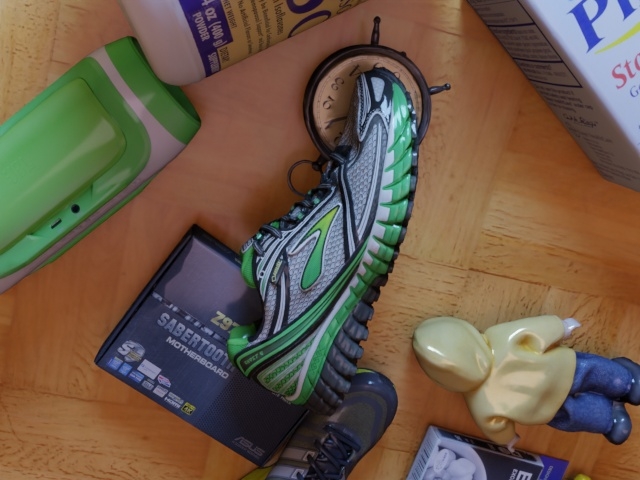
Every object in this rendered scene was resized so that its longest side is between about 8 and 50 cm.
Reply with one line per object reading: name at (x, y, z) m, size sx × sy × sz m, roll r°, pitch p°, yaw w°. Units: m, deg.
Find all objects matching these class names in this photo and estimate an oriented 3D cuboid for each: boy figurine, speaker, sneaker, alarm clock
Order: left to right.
speaker at (-0.264, -0.065, 0.684) m, size 0.296 × 0.131 × 0.131 m, roll -37°, pitch 106°, yaw 5°
sneaker at (-0.009, 0.280, 0.811) m, size 0.111 × 0.121 × 0.300 m, roll 33°, pitch 100°, yaw -14°
sneaker at (0.000, 0.000, 0.670) m, size 0.146 × 0.134 × 0.344 m, roll 19°, pitch 101°, yaw -1°
alarm clock at (0.033, -0.124, 0.732) m, size 0.129 × 0.064 × 0.192 m, roll 40°, pitch 96°, yaw -15°
boy figurine at (0.234, 0.166, 0.824) m, size 0.285 × 0.092 × 0.177 m, roll 14°, pitch 104°, yaw -9°

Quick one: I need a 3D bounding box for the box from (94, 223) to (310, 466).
box at (-0.104, 0.121, 0.788) m, size 0.232 × 0.059 × 0.183 m, roll 37°, pitch 98°, yaw -15°

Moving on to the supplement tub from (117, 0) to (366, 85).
supplement tub at (-0.032, -0.299, 0.573) m, size 0.331 × 0.241 × 0.241 m, roll -27°, pitch 107°, yaw -6°

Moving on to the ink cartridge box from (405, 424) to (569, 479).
ink cartridge box at (0.199, 0.355, 0.897) m, size 0.208 × 0.045 × 0.207 m, roll 17°, pitch 103°, yaw -13°

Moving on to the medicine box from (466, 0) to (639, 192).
medicine box at (0.341, -0.233, 0.692) m, size 0.263 × 0.149 × 0.289 m, roll -42°, pitch 107°, yaw 6°

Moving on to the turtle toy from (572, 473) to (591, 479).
turtle toy at (0.331, 0.355, 0.893) m, size 0.130 × 0.066 × 0.095 m, roll 34°, pitch 97°, yaw -22°
